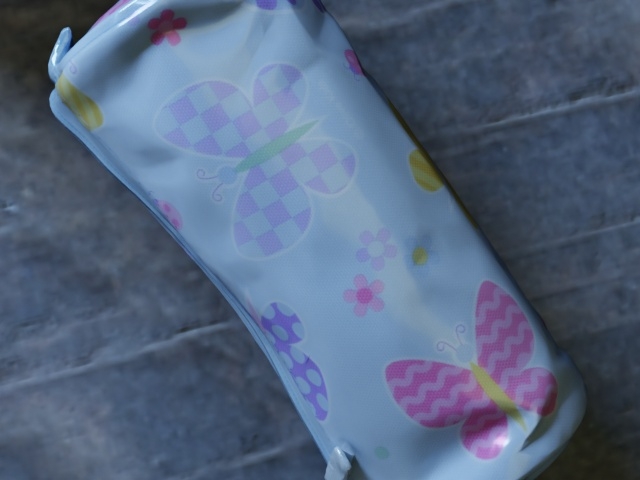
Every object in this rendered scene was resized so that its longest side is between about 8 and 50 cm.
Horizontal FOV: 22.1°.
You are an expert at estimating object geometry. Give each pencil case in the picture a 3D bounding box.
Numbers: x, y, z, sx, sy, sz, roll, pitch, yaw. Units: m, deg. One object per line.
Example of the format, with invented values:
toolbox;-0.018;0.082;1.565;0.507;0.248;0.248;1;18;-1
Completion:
pencil case;0.000;0.000;0.715;0.124;0.113;0.273;-33;97;10
